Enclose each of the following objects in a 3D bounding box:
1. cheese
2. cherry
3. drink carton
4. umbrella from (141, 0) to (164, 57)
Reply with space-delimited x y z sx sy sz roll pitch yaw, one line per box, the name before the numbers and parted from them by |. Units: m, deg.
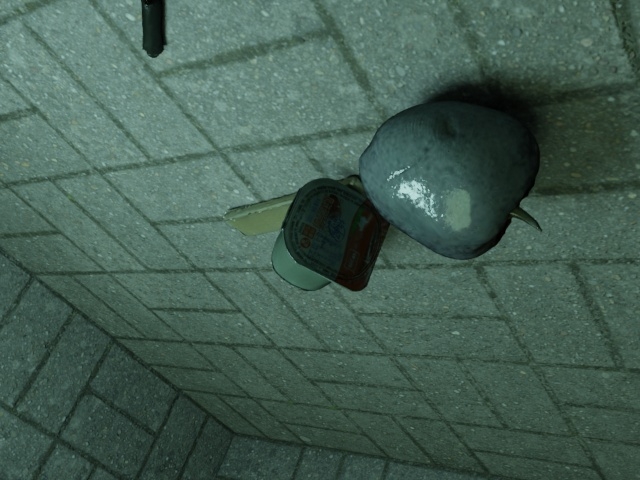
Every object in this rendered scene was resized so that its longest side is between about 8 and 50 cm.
cheese | -0.053 -0.063 1.487 0.400 0.034 0.085 -10 135 43
cherry | 0.206 -0.092 1.093 0.296 0.218 0.255 24 156 10
drink carton | 0.000 0.000 1.374 0.191 0.185 0.189 26 161 -12
umbrella | -0.280 -0.357 1.188 0.036 0.031 0.133 24 150 2
